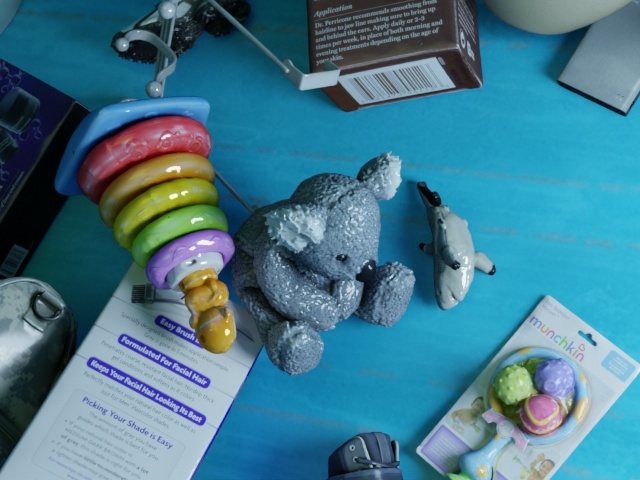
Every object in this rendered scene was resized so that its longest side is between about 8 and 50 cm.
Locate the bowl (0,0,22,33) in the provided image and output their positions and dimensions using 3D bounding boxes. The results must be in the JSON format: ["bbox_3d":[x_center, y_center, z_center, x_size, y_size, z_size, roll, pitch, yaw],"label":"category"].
[{"bbox_3d":[-0.598,-0.418,1.769,0.312,0.163,0.311,-6,71,18],"label":"bowl"}]

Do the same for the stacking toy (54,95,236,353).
[{"bbox_3d":[-0.162,-0.006,1.370,0.175,0.166,0.301,-50,60,44],"label":"stacking toy"}]

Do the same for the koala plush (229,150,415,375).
[{"bbox_3d":[0.000,0.000,1.354,0.196,0.221,0.203,-28,70,-27],"label":"koala plush"}]

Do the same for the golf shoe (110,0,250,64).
[{"bbox_3d":[-0.193,-0.307,1.643,0.198,0.077,0.093,-19,58,7],"label":"golf shoe"}]

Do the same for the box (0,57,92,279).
[{"bbox_3d":[-0.440,-0.100,1.651,0.184,0.103,0.261,28,85,27],"label":"box"}]

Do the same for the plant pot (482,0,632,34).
[{"bbox_3d":[0.272,-0.352,1.394,0.284,0.191,0.284,8,48,-9],"label":"plant pot"}]

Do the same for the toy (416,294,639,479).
[{"bbox_3d":[0.227,0.186,1.344,0.137,0.056,0.237,39,90,23],"label":"toy"}]

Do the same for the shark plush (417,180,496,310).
[{"bbox_3d":[0.138,-0.001,1.437,0.067,0.073,0.161,-41,66,38],"label":"shark plush"}]

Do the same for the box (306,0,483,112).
[{"bbox_3d":[0.084,-0.369,1.519,0.191,0.143,0.381,-8,73,19],"label":"box"}]

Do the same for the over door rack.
[{"bbox_3d":[-0.144,-0.177,1.493,0.324,0.108,0.239,36,132,26],"label":"over door rack"}]

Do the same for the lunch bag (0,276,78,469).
[{"bbox_3d":[-0.452,0.159,1.470,0.305,0.212,0.256,-5,45,52],"label":"lunch bag"}]

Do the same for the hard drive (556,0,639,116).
[{"bbox_3d":[0.357,-0.225,1.438,0.094,0.022,0.135,31,86,25],"label":"hard drive"}]

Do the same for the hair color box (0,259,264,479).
[{"bbox_3d":[-0.212,0.202,1.377,0.185,0.110,0.338,28,61,2],"label":"hair color box"}]

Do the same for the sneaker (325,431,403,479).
[{"bbox_3d":[0.092,0.285,1.321,0.226,0.086,0.163,-17,65,39],"label":"sneaker"}]
